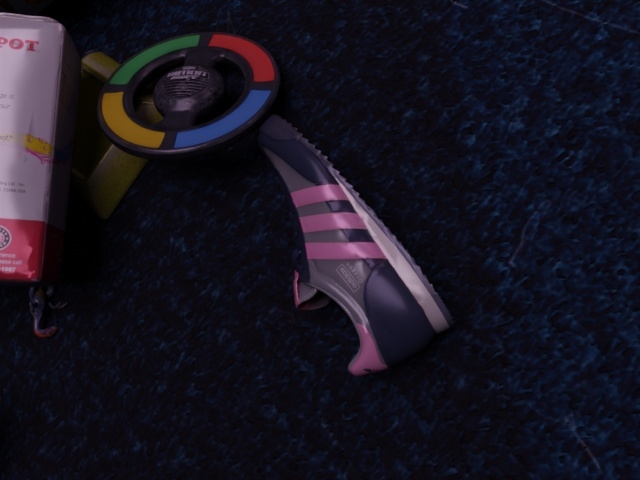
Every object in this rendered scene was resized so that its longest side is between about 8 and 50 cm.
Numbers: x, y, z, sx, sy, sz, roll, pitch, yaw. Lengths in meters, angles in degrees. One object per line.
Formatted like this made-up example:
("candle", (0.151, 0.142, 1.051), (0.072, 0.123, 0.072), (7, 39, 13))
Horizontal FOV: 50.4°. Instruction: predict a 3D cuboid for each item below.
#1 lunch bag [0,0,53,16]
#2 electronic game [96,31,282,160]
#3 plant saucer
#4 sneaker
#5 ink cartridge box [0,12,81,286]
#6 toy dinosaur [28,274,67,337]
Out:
("lunch bag", (-0.505, -0.492, 0.888), (0.328, 0.239, 0.385), (-27, 93, 18))
("electronic game", (-0.161, -0.183, 0.835), (0.229, 0.048, 0.229), (-5, 51, 6))
("plant saucer", (-0.309, -0.154, 0.920), (0.188, 0.045, 0.188), (34, 89, 24))
("sneaker", (0.000, 0.000, 0.738), (0.131, 0.112, 0.319), (-39, 66, 3))
("ink cartridge box", (-0.418, -0.104, 0.807), (0.226, 0.131, 0.306), (5, 82, -9))
("toy dinosaur", (-0.362, 0.083, 0.890), (0.090, 0.047, 0.082), (9, 88, 55))
